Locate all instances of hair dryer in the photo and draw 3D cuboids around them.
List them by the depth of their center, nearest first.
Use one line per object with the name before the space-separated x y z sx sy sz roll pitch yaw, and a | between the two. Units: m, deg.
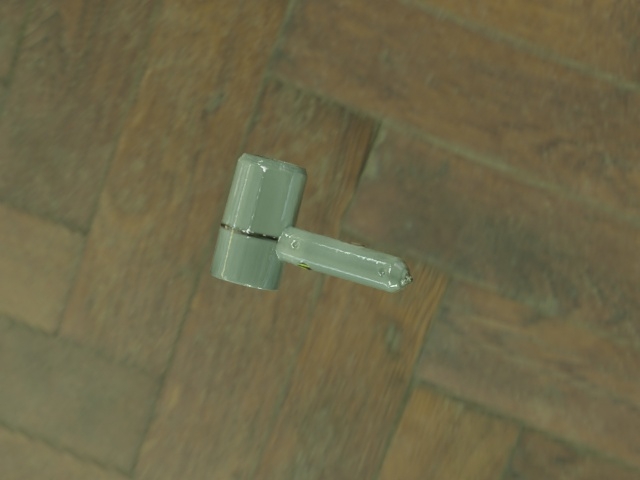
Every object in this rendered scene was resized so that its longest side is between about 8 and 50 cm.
hair dryer | 0.000 0.000 1.196 0.137 0.047 0.082 17 94 26
